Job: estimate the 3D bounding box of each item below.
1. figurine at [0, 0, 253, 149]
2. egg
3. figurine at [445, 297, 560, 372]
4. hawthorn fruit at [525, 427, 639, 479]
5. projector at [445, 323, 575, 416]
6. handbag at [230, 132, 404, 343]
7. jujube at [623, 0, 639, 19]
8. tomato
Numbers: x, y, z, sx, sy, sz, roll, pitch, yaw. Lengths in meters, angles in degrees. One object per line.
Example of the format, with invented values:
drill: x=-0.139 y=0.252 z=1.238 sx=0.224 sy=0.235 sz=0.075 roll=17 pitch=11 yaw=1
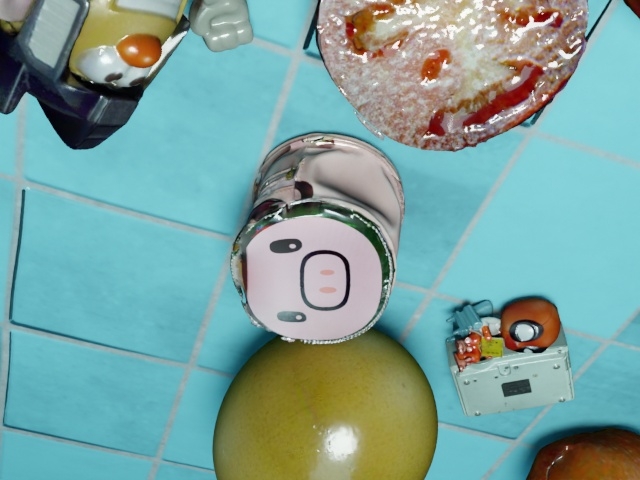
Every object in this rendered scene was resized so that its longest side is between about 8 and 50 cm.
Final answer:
figurine: x=-0.149 y=-0.213 z=0.535 sx=0.309 sy=0.143 sz=0.308 roll=-18 pitch=138 yaw=-17
egg: x=-0.002 y=0.237 z=0.878 sx=0.250 sy=0.250 sz=0.322 roll=25 pitch=131 yaw=-18
figurine: x=0.225 y=0.108 z=0.874 sx=0.140 sy=0.075 sz=0.068 roll=-14 pitch=128 yaw=1
hawthorn fruit: x=0.427 y=0.392 z=0.983 sx=0.211 sy=0.299 sz=0.211 roll=-29 pitch=143 yaw=-26
projector: x=0.247 y=0.170 z=0.933 sx=0.147 sy=0.061 sz=0.115 roll=-13 pitch=127 yaw=12
handbag: x=0.000 y=0.001 z=0.762 sx=0.179 sy=0.116 sz=0.205 roll=1 pitch=132 yaw=4
jujube: x=0.289 y=-0.238 z=0.515 sx=0.174 sy=0.174 sz=0.250 roll=-36 pitch=131 yaw=29
tomato: x=0.107 y=-0.190 z=0.613 sx=0.225 sy=0.085 sz=0.224 roll=3 pitch=129 yaw=4
